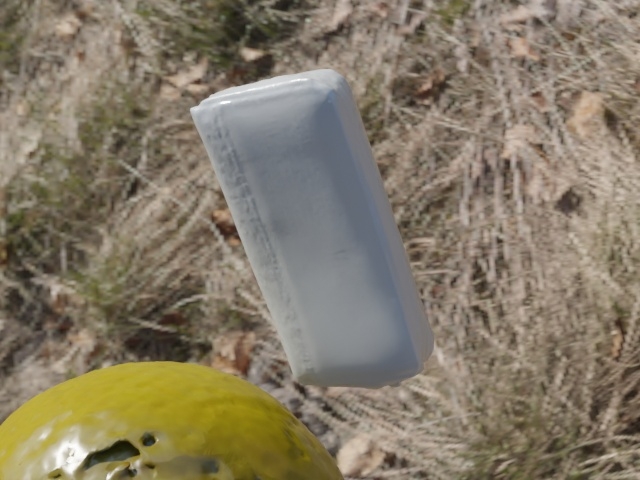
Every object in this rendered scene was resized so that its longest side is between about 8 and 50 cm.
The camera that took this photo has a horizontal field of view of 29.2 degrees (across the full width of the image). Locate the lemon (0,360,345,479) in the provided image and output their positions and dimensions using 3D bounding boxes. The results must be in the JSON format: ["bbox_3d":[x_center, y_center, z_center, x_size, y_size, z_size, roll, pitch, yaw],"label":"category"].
[{"bbox_3d":[-0.097,0.179,0.683,0.253,0.228,0.229,7,96,61],"label":"lemon"}]

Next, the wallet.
[{"bbox_3d":[0.000,0.000,0.670,0.095,0.033,0.190,-9,112,32],"label":"wallet"}]
